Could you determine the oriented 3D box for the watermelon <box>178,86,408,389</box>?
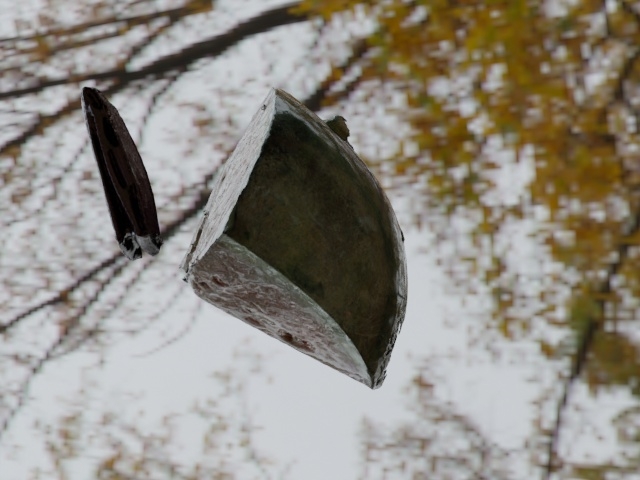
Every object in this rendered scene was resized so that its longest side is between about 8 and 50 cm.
[{"bbox_3d":[0.002,-0.006,1.528,0.188,0.322,0.175,27,-87,-10],"label":"watermelon"}]

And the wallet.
[{"bbox_3d":[-0.137,-0.045,1.362,0.030,0.166,0.111,-14,-93,-3],"label":"wallet"}]
